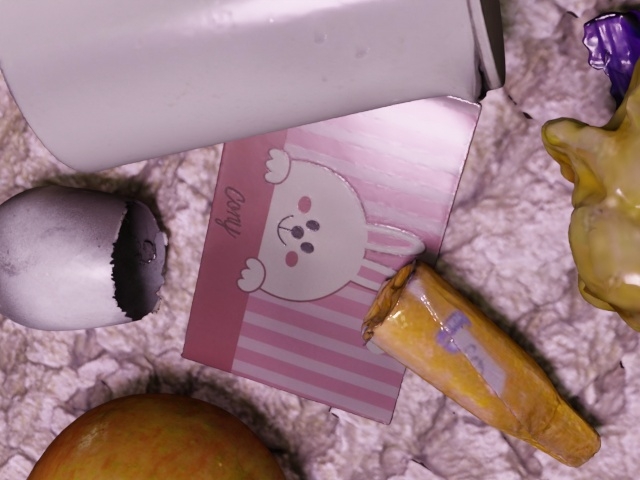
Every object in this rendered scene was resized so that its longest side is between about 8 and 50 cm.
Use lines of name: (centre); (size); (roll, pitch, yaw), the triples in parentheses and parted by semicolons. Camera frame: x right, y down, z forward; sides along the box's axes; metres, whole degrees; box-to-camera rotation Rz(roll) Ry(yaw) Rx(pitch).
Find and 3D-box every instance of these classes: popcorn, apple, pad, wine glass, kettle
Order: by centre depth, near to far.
popcorn: (0.274, -0.028, 0.643); (0.255, 0.195, 0.256); (-8, 123, 10)
kettle: (-0.041, -0.196, 0.733); (0.318, 0.265, 0.205); (-9, 137, 17)
pad: (0.000, 0.000, 0.868); (0.202, 0.005, 0.299); (17, 111, 8)
apple: (-0.146, 0.258, 0.873); (0.246, 0.226, 0.246); (5, 108, 15)
wine glass: (-0.259, 0.015, 0.875); (0.241, 0.126, 0.126); (2, 109, 15)

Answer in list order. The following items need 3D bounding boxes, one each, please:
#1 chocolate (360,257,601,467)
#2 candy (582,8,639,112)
chocolate: (0.138, 0.106, 0.836); (0.219, 0.085, 0.085); (37, 113, -9)
candy: (0.332, -0.117, 0.713); (0.275, 0.070, 0.145); (-12, 112, 18)
